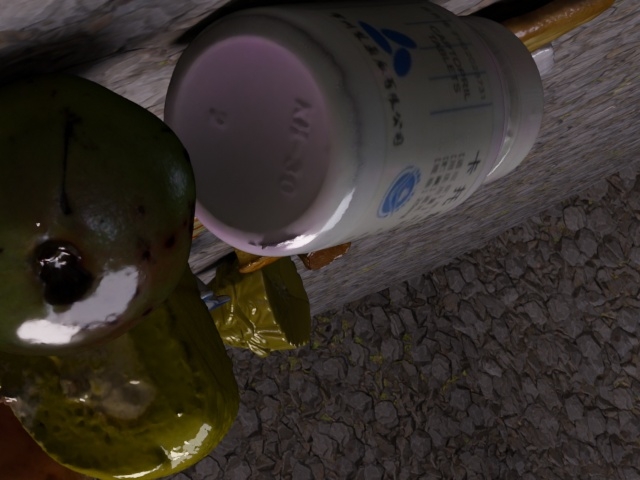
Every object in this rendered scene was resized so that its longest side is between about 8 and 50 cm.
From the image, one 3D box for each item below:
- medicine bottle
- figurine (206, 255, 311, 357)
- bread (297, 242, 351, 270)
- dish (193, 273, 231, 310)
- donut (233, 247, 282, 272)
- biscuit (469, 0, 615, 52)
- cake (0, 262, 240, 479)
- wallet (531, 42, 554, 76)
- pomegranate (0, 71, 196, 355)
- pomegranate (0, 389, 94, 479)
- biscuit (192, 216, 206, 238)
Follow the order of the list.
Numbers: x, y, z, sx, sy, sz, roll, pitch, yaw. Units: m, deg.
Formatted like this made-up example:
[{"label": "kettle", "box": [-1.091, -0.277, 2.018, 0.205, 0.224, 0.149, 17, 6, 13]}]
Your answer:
[{"label": "medicine bottle", "box": [0.035, -0.090, 1.158, 0.170, 0.170, 0.293, -28, 173, 34]}, {"label": "figurine", "box": [-0.193, 0.116, 2.323, 0.315, 0.168, 0.187, -16, -173, 15]}, {"label": "bread", "box": [0.000, 0.000, 2.351, 0.085, 0.053, 0.085, -24, 154, -12]}, {"label": "dish", "box": [-0.224, 0.075, 1.997, 0.228, 0.086, 0.236, -23, 174, -20]}, {"label": "donut", "box": [-0.045, -0.013, 2.036, 0.152, 0.058, 0.152, -24, 175, -2]}, {"label": "biscuit", "box": [0.156, -0.175, 1.481, 0.260, 0.041, 0.203, -25, 174, 25]}, {"label": "cake", "box": [-0.193, 0.093, 1.433, 0.179, 0.260, 0.156, -24, 172, 10]}, {"label": "wallet", "box": [0.156, -0.160, 1.658, 0.183, 0.031, 0.124, -23, 174, 7]}, {"label": "pomegranate", "box": [-0.182, -0.022, 1.023, 0.179, 0.179, 0.210, -20, -156, -33]}, {"label": "pomegranate", "box": [-0.431, 0.309, 1.773, 0.410, 0.410, 0.410, -23, 174, -3]}, {"label": "biscuit", "box": [-0.137, -0.026, 1.720, 0.153, 0.030, 0.234, -20, 173, -46]}]
